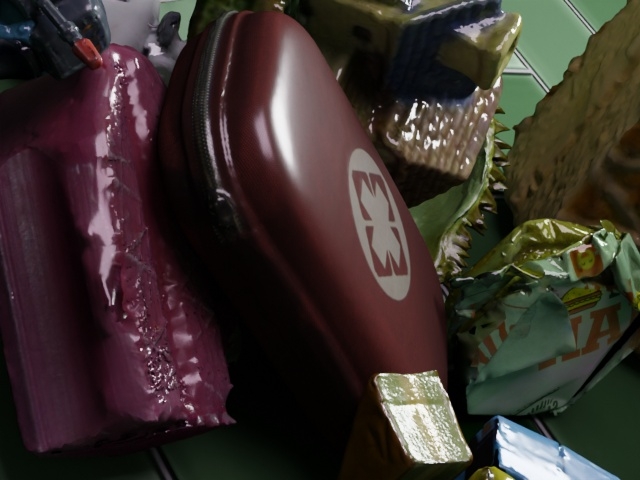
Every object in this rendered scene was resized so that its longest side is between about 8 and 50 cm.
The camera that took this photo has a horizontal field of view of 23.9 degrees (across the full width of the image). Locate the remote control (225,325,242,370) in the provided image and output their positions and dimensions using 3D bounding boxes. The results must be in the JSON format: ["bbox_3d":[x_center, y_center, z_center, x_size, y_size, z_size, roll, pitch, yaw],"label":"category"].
[{"bbox_3d":[-0.137,0.028,1.342,0.078,0.042,0.221,-2,48,-42],"label":"remote control"}]

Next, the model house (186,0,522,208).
[{"bbox_3d":[0.035,-0.162,1.422,0.266,0.321,0.261,21,60,7],"label":"model house"}]

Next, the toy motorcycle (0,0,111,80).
[{"bbox_3d":[-0.265,-0.110,1.066,0.272,0.123,0.182,-35,61,-10],"label":"toy motorcycle"}]

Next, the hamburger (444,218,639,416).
[{"bbox_3d":[0.199,0.064,1.436,0.235,0.214,0.125,15,31,-27],"label":"hamburger"}]

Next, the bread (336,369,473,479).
[{"bbox_3d":[0.049,0.177,1.226,0.074,0.139,0.084,0,55,-35],"label":"bread"}]

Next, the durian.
[{"bbox_3d":[0.085,-0.111,1.603,0.198,0.163,0.394,9,48,-29],"label":"durian"}]

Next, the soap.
[{"bbox_3d":[-0.162,0.001,1.172,0.220,0.127,0.324,15,62,-68],"label":"soap"}]

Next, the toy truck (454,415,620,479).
[{"bbox_3d":[0.148,0.316,1.130,0.161,0.162,0.385,27,36,-11],"label":"toy truck"}]

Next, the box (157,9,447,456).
[{"bbox_3d":[0.000,0.000,1.261,0.263,0.108,0.404,-85,152,-47],"label":"box"}]

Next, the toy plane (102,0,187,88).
[{"bbox_3d":[-0.213,-0.207,1.498,0.252,0.118,0.252,8,37,-6],"label":"toy plane"}]

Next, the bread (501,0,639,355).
[{"bbox_3d":[0.432,-0.055,1.633,0.390,0.371,0.279,32,30,-11],"label":"bread"}]
